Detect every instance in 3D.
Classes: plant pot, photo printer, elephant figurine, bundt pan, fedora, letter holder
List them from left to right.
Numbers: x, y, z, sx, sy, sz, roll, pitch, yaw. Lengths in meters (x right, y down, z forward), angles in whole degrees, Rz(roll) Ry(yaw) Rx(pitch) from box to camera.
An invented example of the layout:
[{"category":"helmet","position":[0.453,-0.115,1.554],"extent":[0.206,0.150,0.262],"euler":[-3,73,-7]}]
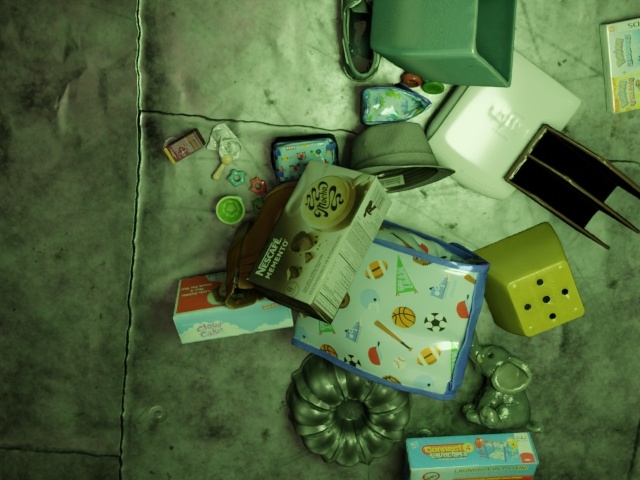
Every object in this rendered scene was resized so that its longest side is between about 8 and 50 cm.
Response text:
[{"category":"bundt pan","position":[0.077,0.427,1.807],"extent":[0.331,0.124,0.330],"euler":[-1,106,-2]},{"category":"fedora","position":[0.159,-0.187,1.594],"extent":[0.244,0.275,0.124],"euler":[-1,81,-26]},{"category":"plant pot","position":[0.246,-0.458,1.492],"extent":[0.252,0.247,0.247],"euler":[3,87,32]},{"category":"photo printer","position":[0.399,-0.261,1.636],"extent":[0.256,0.107,0.307],"euler":[34,101,-10]},{"category":"elephant figurine","position":[0.447,0.338,1.787],"extent":[0.186,0.169,0.239],"euler":[10,89,-34]},{"category":"plant pot","position":[0.501,0.108,1.699],"extent":[0.212,0.187,0.212],"euler":[-23,104,5]},{"category":"letter holder","position":[0.596,-0.092,1.579],"extent":[0.302,0.214,0.152],"euler":[26,104,-34]}]

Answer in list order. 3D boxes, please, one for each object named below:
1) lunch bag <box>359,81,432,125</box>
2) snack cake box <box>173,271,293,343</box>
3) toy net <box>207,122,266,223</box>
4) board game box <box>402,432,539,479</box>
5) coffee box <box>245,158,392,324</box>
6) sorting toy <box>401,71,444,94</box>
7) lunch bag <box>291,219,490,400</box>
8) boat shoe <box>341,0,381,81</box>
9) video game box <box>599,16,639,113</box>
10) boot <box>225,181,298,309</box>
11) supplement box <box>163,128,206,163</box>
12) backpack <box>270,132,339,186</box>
[{"category":"lunch bag","position":[0.165,-0.303,1.605],"extent":[0.151,0.129,0.096],"euler":[1,100,0]},{"category":"snack cake box","position":[-0.202,0.146,1.697],"extent":[0.265,0.152,0.089],"euler":[-9,123,1]},{"category":"toy net","position":[-0.197,-0.158,1.679],"extent":[0.122,0.045,0.232],"euler":[-9,105,1]},{"category":"board game box","position":[0.363,0.610,1.818],"extent":[0.309,0.086,0.301],"euler":[-2,132,-1]},{"category":"coffee box","position":[0.000,0.000,1.486],"extent":[0.168,0.119,0.297],"euler":[19,74,32]},{"category":"sorting toy","position":[0.236,-0.370,1.636],"extent":[0.102,0.061,0.042],"euler":[13,70,-12]},{"category":"lunch bag","position":[0.170,0.141,1.611],"extent":[0.386,0.239,0.327],"euler":[20,107,33]},{"category":"boat shoe","position":[0.101,-0.506,1.565],"extent":[0.116,0.099,0.319],"euler":[4,105,-2]},{"category":"video game box","position":[0.741,-0.407,1.639],"extent":[0.187,0.048,0.205],"euler":[-11,105,4]},{"category":"boot","position":[-0.118,0.013,1.592],"extent":[0.283,0.220,0.109],"euler":[-32,126,32]},{"category":"supplement box","position":[-0.311,-0.217,1.655],"extent":[0.083,0.055,0.043],"euler":[-29,105,7]},{"category":"backpack","position":[-0.032,-0.150,1.651],"extent":[0.158,0.117,0.173],"euler":[-4,108,0]}]
